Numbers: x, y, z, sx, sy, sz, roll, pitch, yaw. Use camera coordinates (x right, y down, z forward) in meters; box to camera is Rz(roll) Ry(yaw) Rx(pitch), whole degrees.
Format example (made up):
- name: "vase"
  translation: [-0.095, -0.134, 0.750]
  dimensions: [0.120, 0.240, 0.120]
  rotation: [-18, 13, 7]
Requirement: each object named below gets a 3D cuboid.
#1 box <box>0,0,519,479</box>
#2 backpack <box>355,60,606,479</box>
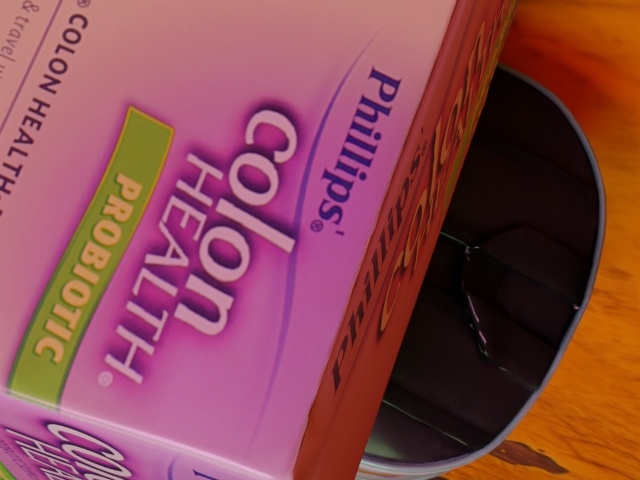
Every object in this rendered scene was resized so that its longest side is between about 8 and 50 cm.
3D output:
- name: "box"
  translation: [-0.081, -0.055, 0.426]
  dimensions: [0.243, 0.213, 0.117]
  rotation: [16, 160, 10]
- name: "backpack"
  translation: [0.000, 0.000, 0.561]
  dimensions: [0.188, 0.166, 0.144]
  rotation: [22, 163, 8]
